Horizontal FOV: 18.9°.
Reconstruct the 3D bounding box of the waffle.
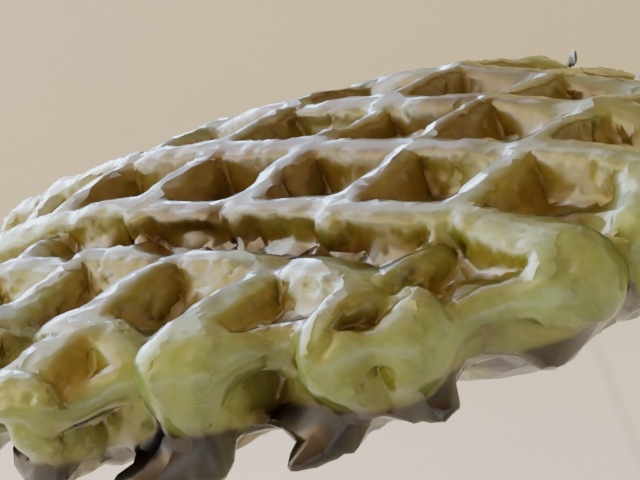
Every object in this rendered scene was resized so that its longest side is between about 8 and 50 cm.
[{"bbox_3d":[0.000,0.000,0.493,0.214,0.054,0.208,-16,-161,0],"label":"waffle"}]
